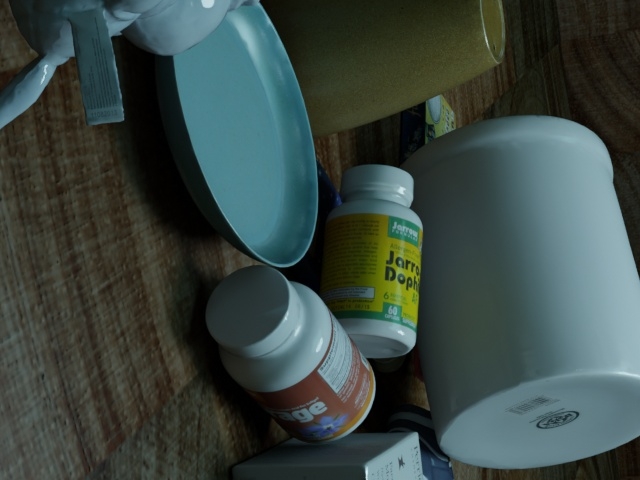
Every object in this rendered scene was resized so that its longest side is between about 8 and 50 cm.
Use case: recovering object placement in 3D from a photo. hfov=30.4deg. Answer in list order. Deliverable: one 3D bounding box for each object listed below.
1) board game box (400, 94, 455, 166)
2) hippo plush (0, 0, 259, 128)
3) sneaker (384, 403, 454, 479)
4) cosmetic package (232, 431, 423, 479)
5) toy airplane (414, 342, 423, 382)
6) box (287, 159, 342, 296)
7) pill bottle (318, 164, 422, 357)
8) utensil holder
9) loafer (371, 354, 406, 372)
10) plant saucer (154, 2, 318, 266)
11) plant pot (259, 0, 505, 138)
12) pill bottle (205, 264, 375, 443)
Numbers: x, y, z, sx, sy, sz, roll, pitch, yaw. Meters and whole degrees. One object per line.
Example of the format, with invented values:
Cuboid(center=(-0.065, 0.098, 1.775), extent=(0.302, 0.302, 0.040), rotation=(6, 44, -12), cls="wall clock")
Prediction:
Cuboid(center=(0.173, -0.125, 1.888), extent=(0.165, 0.042, 0.243), rotation=(42, 47, -59), cls="board game box")
Cuboid(center=(-0.123, -0.229, 0.922), extent=(0.236, 0.234, 0.294), rotation=(-4, 89, -67), cls="hippo plush")
Cuboid(center=(0.157, 0.347, 1.667), extent=(0.282, 0.099, 0.153), rotation=(60, 34, -41), cls="sneaker")
Cuboid(center=(0.016, 0.294, 1.256), extent=(0.184, 0.151, 0.151), rotation=(-7, 91, -68), cls="cosmetic package")
Cuboid(center=(0.141, 0.135, 1.767), extent=(0.151, 0.028, 0.151), rotation=(-7, 90, -69), cls="toy airplane")
Cuboid(center=(0.000, 0.000, 1.442), extent=(0.225, 0.036, 0.136), rotation=(55, 37, -49), cls="box")
Cuboid(center=(0.060, 0.023, 1.378), extent=(0.117, 0.118, 0.208), rotation=(43, 48, -59), cls="pill bottle")
Cuboid(center=(0.279, 0.079, 1.616), extent=(0.327, 0.328, 0.385), rotation=(51, 26, -54), cls="utensil holder")
Cuboid(center=(0.085, 0.110, 1.607), extent=(0.050, 0.056, 0.148), rotation=(55, 27, -50), cls="loafer")
Cuboid(center=(-0.086, -0.124, 1.201), extent=(0.317, 0.044, 0.317), rotation=(-13, 90, -70), cls="plant saucer")
Cuboid(center=(0.084, -0.255, 1.416), extent=(0.237, 0.254, 0.237), rotation=(-6, 90, -68), cls="plant pot")
Cuboid(center=(-0.032, 0.117, 1.220), extent=(0.216, 0.121, 0.121), rotation=(54, 37, -51), cls="pill bottle")
